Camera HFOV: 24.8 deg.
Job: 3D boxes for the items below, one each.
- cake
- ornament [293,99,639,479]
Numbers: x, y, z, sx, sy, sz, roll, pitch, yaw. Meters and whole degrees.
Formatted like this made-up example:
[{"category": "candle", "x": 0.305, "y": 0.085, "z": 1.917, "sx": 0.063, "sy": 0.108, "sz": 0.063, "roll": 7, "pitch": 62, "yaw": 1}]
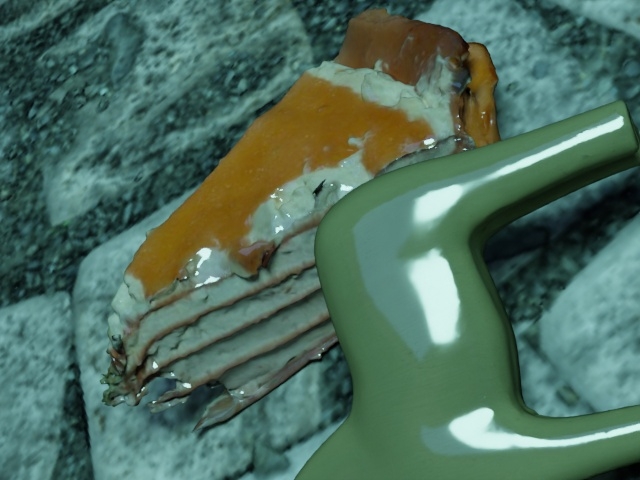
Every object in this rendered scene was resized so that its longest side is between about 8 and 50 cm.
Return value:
[{"category": "cake", "x": -0.004, "y": -0.003, "z": 0.786, "sx": 0.287, "sy": 0.098, "sz": 0.135, "roll": -49, "pitch": 46, "yaw": -2}, {"category": "ornament", "x": 0.061, "y": 0.077, "z": 0.690, "sx": 0.244, "sy": 0.061, "sz": 0.230, "roll": -19, "pitch": 77, "yaw": 15}]
